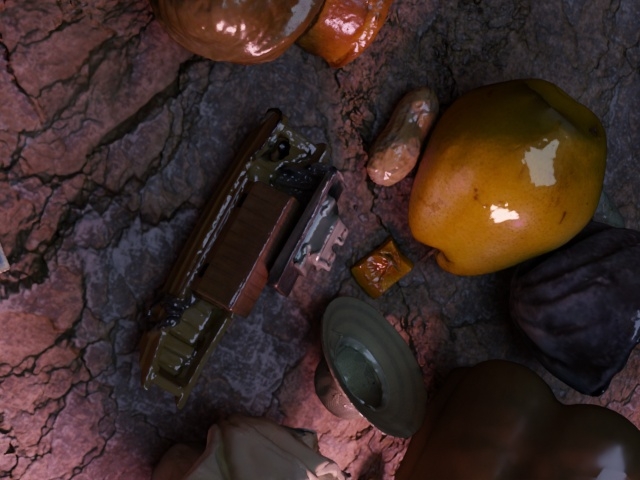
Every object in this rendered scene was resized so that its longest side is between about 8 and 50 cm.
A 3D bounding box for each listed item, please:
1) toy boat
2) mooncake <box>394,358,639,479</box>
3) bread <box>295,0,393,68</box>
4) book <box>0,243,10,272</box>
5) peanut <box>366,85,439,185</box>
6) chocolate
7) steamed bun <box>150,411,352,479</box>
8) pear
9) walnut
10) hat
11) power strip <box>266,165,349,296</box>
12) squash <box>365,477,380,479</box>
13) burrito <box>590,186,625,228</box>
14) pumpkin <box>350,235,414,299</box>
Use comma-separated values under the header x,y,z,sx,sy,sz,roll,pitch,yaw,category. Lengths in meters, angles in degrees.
x,y,z,sx,sy,sz,roll,pitch,yaw,category
-0.123,0.030,1.741,0.136,0.162,0.445,33,84,-31,toy boat
0.353,0.391,1.888,0.467,0.467,0.262,39,74,-27,mooncake
0.048,-0.384,1.767,0.129,0.134,0.260,7,96,-27,bread
-0.570,-0.063,1.574,0.228,0.018,0.322,-24,110,-20,book
0.132,-0.164,1.880,0.080,0.080,0.174,32,84,-28,peanut
0.426,0.082,1.991,0.213,0.303,0.303,28,86,0,chocolate
-0.145,0.400,1.759,0.394,0.237,0.347,-31,146,-53,steamed bun
0.292,-0.089,1.872,0.285,0.285,0.336,11,101,-28,pear
-0.108,-0.376,1.631,0.283,0.227,0.283,-1,84,11,walnut
0.051,0.219,1.888,0.110,0.252,0.252,-34,121,28,hat
0.000,0.000,1.774,0.064,0.213,0.198,27,88,7,power strip
0.075,0.505,1.988,0.066,0.066,0.229,6,97,-28,squash
0.431,-0.101,2.056,0.096,0.066,0.309,-48,117,-17,burrito
0.106,0.045,1.933,0.101,0.035,0.073,-42,118,-17,pumpkin
